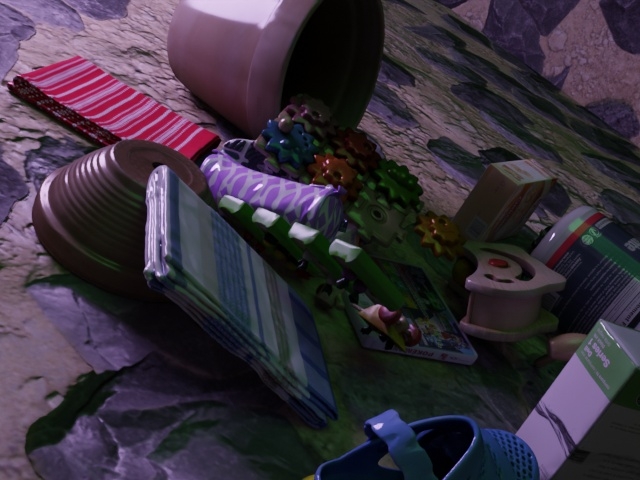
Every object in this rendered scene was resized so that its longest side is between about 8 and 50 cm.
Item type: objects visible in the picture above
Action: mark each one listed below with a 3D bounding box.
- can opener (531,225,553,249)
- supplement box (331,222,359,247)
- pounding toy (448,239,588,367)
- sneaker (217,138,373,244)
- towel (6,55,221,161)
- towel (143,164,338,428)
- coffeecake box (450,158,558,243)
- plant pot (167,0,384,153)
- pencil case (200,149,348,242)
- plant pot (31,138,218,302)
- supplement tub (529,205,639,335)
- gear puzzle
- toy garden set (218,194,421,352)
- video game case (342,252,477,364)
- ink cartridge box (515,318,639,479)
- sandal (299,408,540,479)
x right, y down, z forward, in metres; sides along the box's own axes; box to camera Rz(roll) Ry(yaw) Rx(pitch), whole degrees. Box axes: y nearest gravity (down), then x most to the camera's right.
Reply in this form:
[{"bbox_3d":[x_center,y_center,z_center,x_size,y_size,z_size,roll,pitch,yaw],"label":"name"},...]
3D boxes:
[{"bbox_3d":[0.435,0.032,1.540,0.073,0.059,0.186,27,27,-6],"label":"can opener"},{"bbox_3d":[0.000,0.000,1.155,0.062,0.036,0.098,24,33,38],"label":"supplement box"},{"bbox_3d":[0.256,0.110,1.198,0.154,0.155,0.269,-1,19,-17],"label":"pounding toy"},{"bbox_3d":[-0.035,-0.067,1.242,0.275,0.107,0.110,25,8,-20],"label":"sneaker"},{"bbox_3d":[-0.295,-0.189,1.238,0.275,0.031,0.199,31,26,2],"label":"towel"},{"bbox_3d":[-0.086,0.060,0.894,0.285,0.034,0.209,47,16,-33],"label":"towel"},{"bbox_3d":[0.338,-0.072,1.531,0.068,0.142,0.185,44,30,24],"label":"coffeecake box"},{"bbox_3d":[-0.092,-0.308,1.391,0.280,0.323,0.323,22,23,24],"label":"plant pot"},{"bbox_3d":[-0.068,-0.055,1.106,0.206,0.088,0.086,17,4,21],"label":"pencil case"},{"bbox_3d":[-0.210,-0.045,0.989,0.237,0.109,0.237,22,28,-12],"label":"plant pot"},{"bbox_3d":[0.469,0.092,1.327,0.272,0.191,0.191,42,29,22],"label":"supplement tub"},{"bbox_3d":[0.074,-0.082,1.187,0.339,0.044,0.175,38,44,-2],"label":"gear puzzle"},{"bbox_3d":[-0.001,0.049,1.010,0.244,0.049,0.204,22,-19,44],"label":"toy garden set"},{"bbox_3d":[0.105,0.088,1.166,0.183,0.023,0.201,13,30,-29],"label":"video game case"},{"bbox_3d":[0.337,0.216,0.960,0.160,0.219,0.092,18,26,-24],"label":"ink cartridge box"},{"bbox_3d":[0.122,0.229,0.820,0.317,0.138,0.126,3,35,-44],"label":"sandal"}]
